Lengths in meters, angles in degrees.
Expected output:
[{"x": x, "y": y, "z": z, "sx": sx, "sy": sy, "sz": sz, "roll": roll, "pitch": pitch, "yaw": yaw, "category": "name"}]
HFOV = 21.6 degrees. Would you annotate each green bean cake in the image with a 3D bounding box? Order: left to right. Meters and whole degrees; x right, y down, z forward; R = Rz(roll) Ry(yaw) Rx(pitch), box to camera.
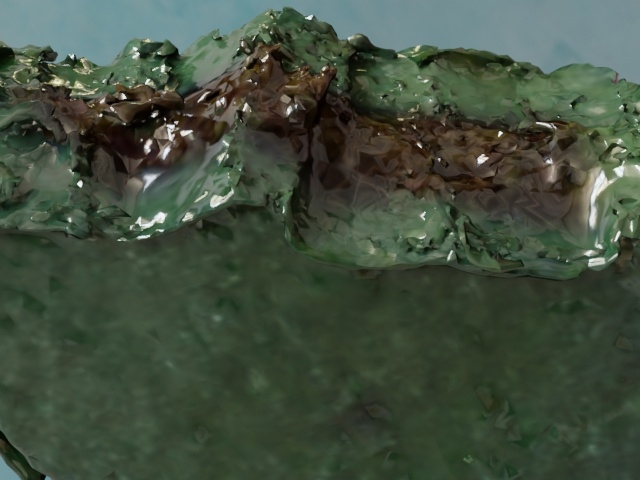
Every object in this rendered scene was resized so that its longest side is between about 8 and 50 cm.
[{"x": 0.000, "y": 0.000, "z": 0.469, "sx": 0.193, "sy": 0.208, "sz": 0.107, "roll": 59, "pitch": 21, "yaw": -31, "category": "green bean cake"}]
